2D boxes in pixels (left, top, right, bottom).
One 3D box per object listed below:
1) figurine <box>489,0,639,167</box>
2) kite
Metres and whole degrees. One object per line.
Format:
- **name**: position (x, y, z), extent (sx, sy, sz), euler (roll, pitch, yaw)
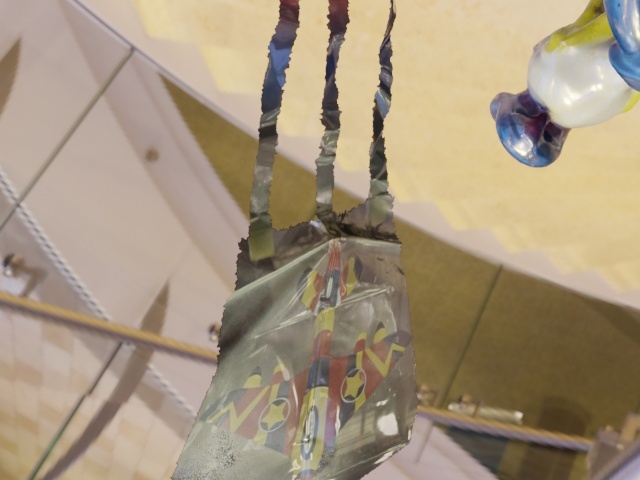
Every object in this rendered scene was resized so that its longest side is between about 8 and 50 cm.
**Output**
- **figurine**: position (0.201, -0.129, 0.620), extent (0.338, 0.204, 0.284), euler (-19, 83, 59)
- **kite**: position (0.001, 0.000, 0.398), extent (0.015, 0.141, 0.245), euler (18, 112, 39)
